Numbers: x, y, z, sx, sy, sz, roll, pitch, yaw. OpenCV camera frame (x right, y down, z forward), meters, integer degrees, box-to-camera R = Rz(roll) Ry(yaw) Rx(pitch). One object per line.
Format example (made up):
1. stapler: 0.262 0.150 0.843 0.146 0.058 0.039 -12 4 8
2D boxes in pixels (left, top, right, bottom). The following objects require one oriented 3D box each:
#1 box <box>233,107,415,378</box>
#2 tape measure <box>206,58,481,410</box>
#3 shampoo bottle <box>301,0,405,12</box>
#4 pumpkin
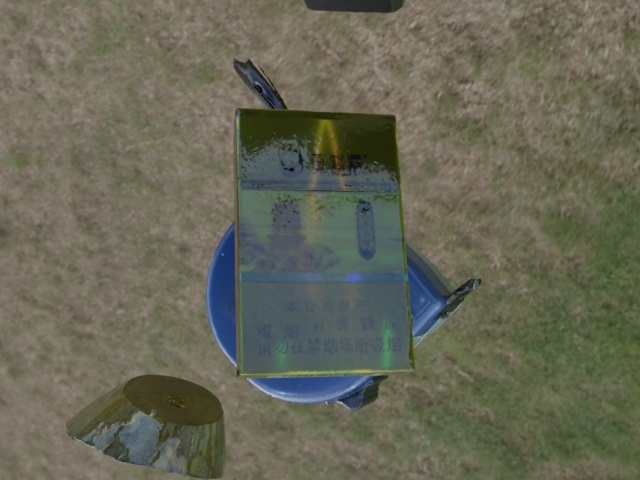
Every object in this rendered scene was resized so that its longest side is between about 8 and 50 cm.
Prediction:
1. box: 0.000 0.000 0.576 0.122 0.193 0.030 0 164 -11
2. tape measure: -0.042 -0.003 0.782 0.215 0.098 0.351 -48 71 13
3. shampoo bottle: 0.005 -0.235 0.480 0.079 0.080 0.246 6 164 15
4. pumpkin: -0.211 0.234 1.057 0.218 0.217 0.110 24 88 12
